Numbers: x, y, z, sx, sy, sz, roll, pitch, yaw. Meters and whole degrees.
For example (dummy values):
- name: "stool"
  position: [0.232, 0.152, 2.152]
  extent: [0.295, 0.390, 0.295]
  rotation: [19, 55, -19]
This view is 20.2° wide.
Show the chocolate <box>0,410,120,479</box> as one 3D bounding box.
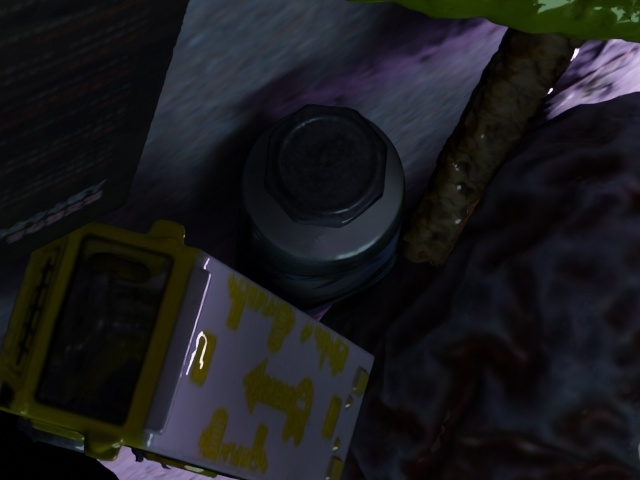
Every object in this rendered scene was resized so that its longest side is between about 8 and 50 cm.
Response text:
- name: "chocolate"
  position: [-0.200, 0.193, 0.614]
  extent: [0.210, 0.225, 0.340]
  rotation: [-26, 170, 26]

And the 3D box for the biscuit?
- name: "biscuit"
  position: [0.084, -0.083, 0.599]
  extent: [0.131, 0.025, 0.231]
  rotation: [-59, 178, -29]

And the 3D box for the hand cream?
- name: "hand cream"
  position: [0.000, 0.000, 0.744]
  extent: [0.091, 0.058, 0.271]
  rotation: [-26, 170, -7]

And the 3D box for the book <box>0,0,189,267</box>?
- name: "book"
  position: [-0.105, -0.033, 0.443]
  extent: [0.160, 0.024, 0.228]
  rotation: [-27, 165, -24]

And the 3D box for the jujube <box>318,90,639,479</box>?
- name: "jujube"
  position: [0.122, 0.067, 0.907]
  extent: [0.226, 0.226, 0.317]
  rotation: [-18, 162, -48]

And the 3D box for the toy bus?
- name: "toy bus"
  position: [-0.046, 0.053, 0.675]
  extent: [0.226, 0.074, 0.081]
  rotation: [42, 65, -68]

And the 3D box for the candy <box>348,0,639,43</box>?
- name: "candy"
  position: [0.026, -0.084, 0.329]
  extent: [0.210, 0.096, 0.096]
  rotation: [2, 159, -6]
